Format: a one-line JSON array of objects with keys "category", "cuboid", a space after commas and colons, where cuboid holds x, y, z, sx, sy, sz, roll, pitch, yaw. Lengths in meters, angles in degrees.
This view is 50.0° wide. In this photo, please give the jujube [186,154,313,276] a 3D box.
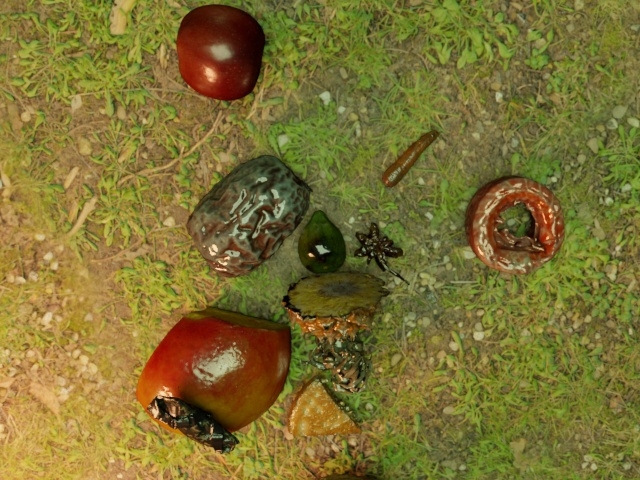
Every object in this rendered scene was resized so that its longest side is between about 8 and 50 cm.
[{"category": "jujube", "cuboid": [-0.172, -0.061, 1.671, 0.317, 0.226, 0.226, -41, 94, -1]}]

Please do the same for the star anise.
[{"category": "star anise", "cuboid": [0.160, 0.041, 1.737, 0.190, 0.070, 0.097, 43, 84, 9]}]

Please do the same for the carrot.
[{"category": "carrot", "cuboid": [0.227, -0.211, 1.732, 0.047, 0.047, 0.191, 42, 89, -3]}]

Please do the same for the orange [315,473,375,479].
[{"category": "orange", "cuboid": [0.108, 0.726, 1.736, 0.368, 0.210, 0.271, 45, 118, -2]}]

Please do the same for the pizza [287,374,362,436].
[{"category": "pizza", "cuboid": [0.020, 0.452, 1.791, 0.198, 0.062, 0.188, 27, 108, -8]}]

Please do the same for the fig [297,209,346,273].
[{"category": "fig", "cuboid": [0.000, 0.000, 1.732, 0.123, 0.123, 0.156, -11, 59, 2]}]

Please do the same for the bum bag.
[{"category": "bum bag", "cuboid": [-0.281, 0.421, 1.568, 0.102, 0.069, 0.248, -32, 125, 27]}]

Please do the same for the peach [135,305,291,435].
[{"category": "peach", "cuboid": [-0.249, 0.326, 1.692, 0.306, 0.242, 0.380, 40, 95, 1]}]

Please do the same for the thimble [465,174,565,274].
[{"category": "thimble", "cuboid": [0.471, -0.038, 1.683, 0.239, 0.162, 0.240, 0, 95, 1]}]

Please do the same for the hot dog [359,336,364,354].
[{"category": "hot dog", "cuboid": [0.088, 0.263, 1.784, 0.034, 0.030, 0.090, -15, 95, 11]}]

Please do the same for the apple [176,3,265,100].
[{"category": "apple", "cuboid": [-0.233, -0.444, 1.624, 0.201, 0.218, 0.219, 6, 96, -3]}]

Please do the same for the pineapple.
[{"category": "pineapple", "cuboid": [0.045, 0.243, 1.653, 0.262, 0.262, 0.272, -6, 113, 1]}]
